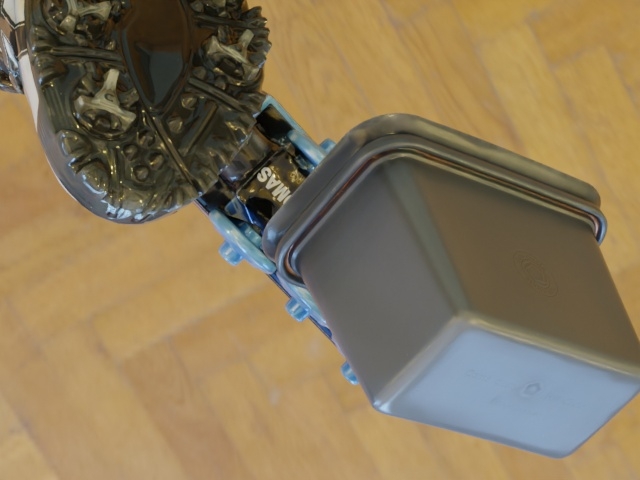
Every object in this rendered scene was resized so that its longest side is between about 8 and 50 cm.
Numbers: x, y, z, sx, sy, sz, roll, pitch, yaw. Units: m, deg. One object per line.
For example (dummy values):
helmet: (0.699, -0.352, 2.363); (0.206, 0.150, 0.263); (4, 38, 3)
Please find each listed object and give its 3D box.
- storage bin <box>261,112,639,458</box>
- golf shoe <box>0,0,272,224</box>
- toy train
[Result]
storage bin: (0.054, 0.029, 0.727); (0.135, 0.091, 0.098); (19, 125, -38)
golf shoe: (-0.070, -0.064, 0.594); (0.077, 0.198, 0.094); (16, 130, -25)
toy train: (0.000, 0.000, 0.970); (0.080, 0.105, 0.184); (-45, 120, -1)
